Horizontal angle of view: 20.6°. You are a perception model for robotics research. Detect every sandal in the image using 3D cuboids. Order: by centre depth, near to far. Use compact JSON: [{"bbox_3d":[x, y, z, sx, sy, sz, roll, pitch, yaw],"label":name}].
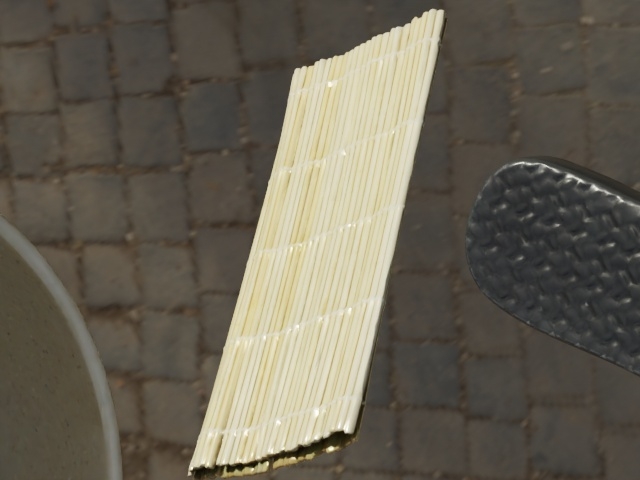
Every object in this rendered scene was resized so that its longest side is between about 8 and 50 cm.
[{"bbox_3d":[0.121,0.024,0.494,0.179,0.040,0.067,32,113,34],"label":"sandal"}]

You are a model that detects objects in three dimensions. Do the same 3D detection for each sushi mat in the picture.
[{"bbox_3d":[0.000,0.000,1.103,0.019,0.316,0.151,35,142,-31],"label":"sushi mat"}]

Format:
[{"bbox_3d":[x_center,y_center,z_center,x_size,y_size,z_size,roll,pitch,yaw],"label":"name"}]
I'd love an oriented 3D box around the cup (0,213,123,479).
[{"bbox_3d":[-0.300,0.126,0.884,0.237,0.331,0.331,-6,100,51],"label":"cup"}]
